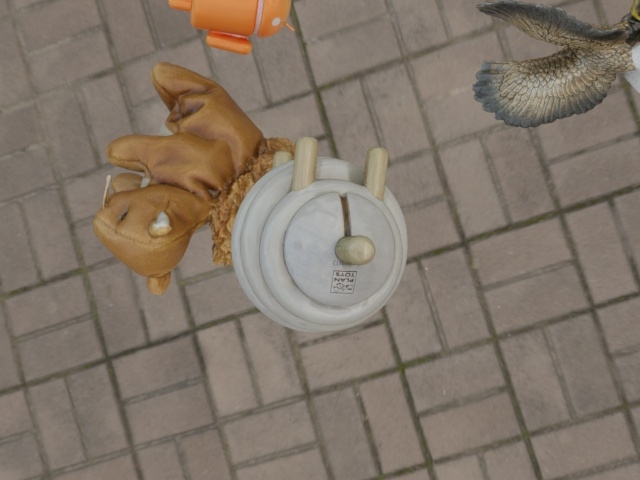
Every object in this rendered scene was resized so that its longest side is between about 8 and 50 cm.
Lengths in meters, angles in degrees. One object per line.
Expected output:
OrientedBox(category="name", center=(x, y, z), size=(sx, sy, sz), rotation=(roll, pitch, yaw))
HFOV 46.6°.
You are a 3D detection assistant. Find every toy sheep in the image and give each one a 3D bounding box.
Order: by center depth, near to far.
OrientedBox(category="toy sheep", center=(0.000, 0.000, 0.346), size=(0.091, 0.132, 0.091), rotation=(0, 90, -9))

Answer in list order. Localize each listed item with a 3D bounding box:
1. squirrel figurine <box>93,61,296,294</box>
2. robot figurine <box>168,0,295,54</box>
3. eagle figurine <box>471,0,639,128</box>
OrientedBox(category="squirrel figurine", center=(-0.216, -0.075, 1.383), size=(0.396, 0.371, 0.281), rotation=(21, 133, -3))
OrientedBox(category="robot figurine", center=(-0.145, -0.416, 1.261), size=(0.219, 0.128, 0.158), rotation=(6, 69, -11))
OrientedBox(category="eagle figurine", center=(0.419, -0.322, 1.249), size=(0.298, 0.225, 0.227), rotation=(-20, 98, -10))
